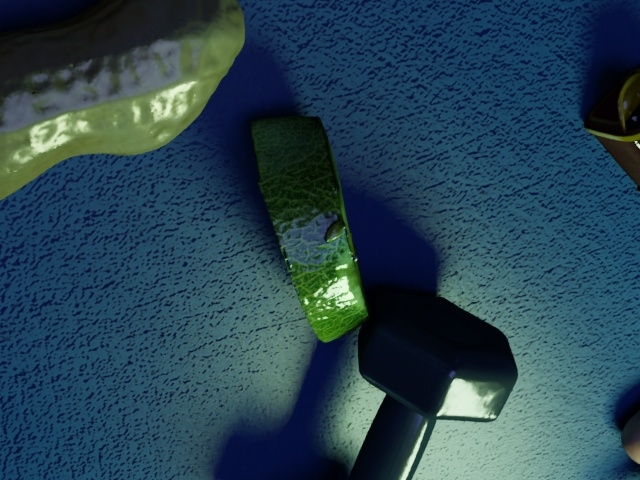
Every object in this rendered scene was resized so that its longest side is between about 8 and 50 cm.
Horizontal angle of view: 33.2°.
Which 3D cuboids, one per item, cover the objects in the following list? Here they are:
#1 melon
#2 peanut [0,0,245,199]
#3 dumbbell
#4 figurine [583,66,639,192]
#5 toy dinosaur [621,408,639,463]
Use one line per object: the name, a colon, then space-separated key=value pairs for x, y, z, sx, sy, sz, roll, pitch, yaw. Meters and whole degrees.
melon: x=0.000 y=0.000 z=0.918 sx=0.064 sy=0.118 sz=0.209 roll=-17 pitch=135 yaw=3
peanut: x=-0.181 y=-0.108 z=0.788 sx=0.274 sy=0.111 sz=0.125 roll=-23 pitch=138 yaw=-6
dumbbell: x=0.066 y=0.211 z=1.029 sx=0.156 sy=0.143 sz=0.316 roll=8 pitch=113 yaw=-33
figurine: x=0.319 y=-0.094 z=1.005 sx=0.082 sy=0.098 sz=0.154 roll=-44 pitch=126 yaw=8
toy dinosaur: x=0.413 y=0.292 z=1.224 sx=0.177 sy=0.152 sz=0.194 roll=17 pitch=102 yaw=-20
